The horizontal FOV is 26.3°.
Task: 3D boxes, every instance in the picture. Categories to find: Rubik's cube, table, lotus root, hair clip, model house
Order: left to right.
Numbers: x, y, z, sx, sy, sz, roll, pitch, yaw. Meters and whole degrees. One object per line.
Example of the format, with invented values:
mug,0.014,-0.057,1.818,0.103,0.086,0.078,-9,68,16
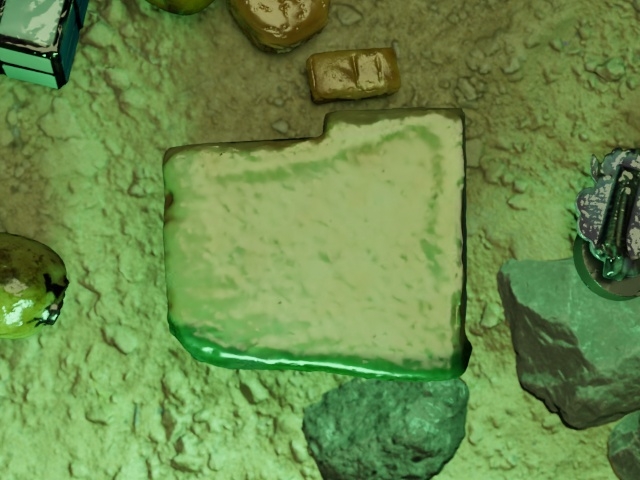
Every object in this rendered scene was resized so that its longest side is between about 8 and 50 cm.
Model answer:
lotus root,-0.434,0.054,1.803,0.214,0.138,0.138,13,81,6
Rubik's cube,-0.410,-0.321,1.829,0.180,0.167,0.183,15,79,-5
model house,0.000,0.000,1.774,0.382,0.342,0.334,0,91,1
hair clip,0.417,-0.042,1.915,0.124,0.052,0.195,14,75,-11
table,0.430,0.018,1.954,0.133,0.043,0.133,1,82,-7

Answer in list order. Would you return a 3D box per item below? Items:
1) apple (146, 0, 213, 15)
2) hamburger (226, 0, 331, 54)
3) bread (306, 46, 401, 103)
apple,-0.200,-0.387,1.867,0.146,0.163,0.147,17,92,40
hamburger,-0.056,-0.341,1.920,0.138,0.083,0.147,-33,91,-14
bread,0.045,-0.232,1.932,0.132,0.053,0.074,-4,83,-6
